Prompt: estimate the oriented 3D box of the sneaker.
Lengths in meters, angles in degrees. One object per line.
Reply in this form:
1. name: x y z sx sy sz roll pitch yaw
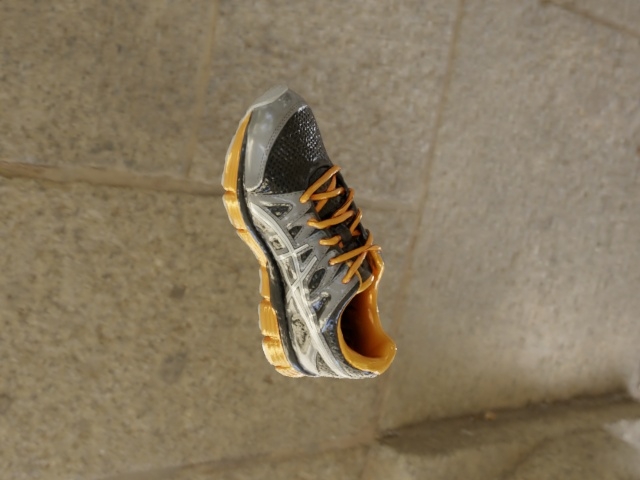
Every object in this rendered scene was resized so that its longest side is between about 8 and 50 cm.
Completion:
1. sneaker: 0.000 0.000 0.690 0.084 0.083 0.215 -43 132 -40
